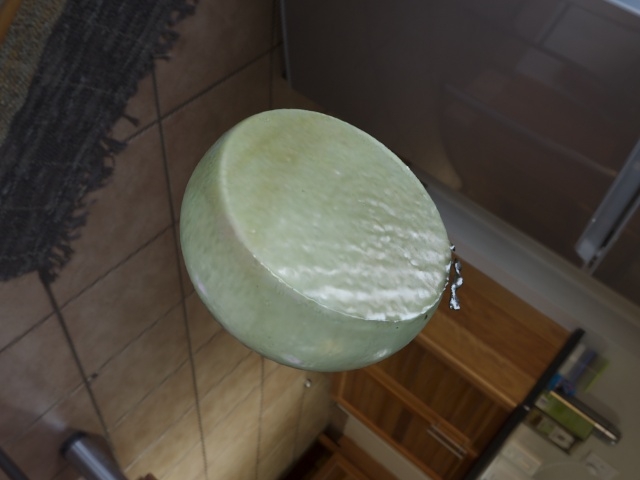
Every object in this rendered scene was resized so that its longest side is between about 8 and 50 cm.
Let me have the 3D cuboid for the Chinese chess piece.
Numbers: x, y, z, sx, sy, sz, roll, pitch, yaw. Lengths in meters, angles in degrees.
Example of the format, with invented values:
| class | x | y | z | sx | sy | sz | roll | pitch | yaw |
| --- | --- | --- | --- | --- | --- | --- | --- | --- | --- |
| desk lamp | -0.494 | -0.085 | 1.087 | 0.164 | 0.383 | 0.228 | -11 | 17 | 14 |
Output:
| class | x | y | z | sx | sy | sz | roll | pitch | yaw |
| --- | --- | --- | --- | --- | --- | --- | --- | --- | --- |
| Chinese chess piece | 0.000 | 0.000 | 0.571 | 0.238 | 0.237 | 0.092 | -30 | 164 | -46 |
